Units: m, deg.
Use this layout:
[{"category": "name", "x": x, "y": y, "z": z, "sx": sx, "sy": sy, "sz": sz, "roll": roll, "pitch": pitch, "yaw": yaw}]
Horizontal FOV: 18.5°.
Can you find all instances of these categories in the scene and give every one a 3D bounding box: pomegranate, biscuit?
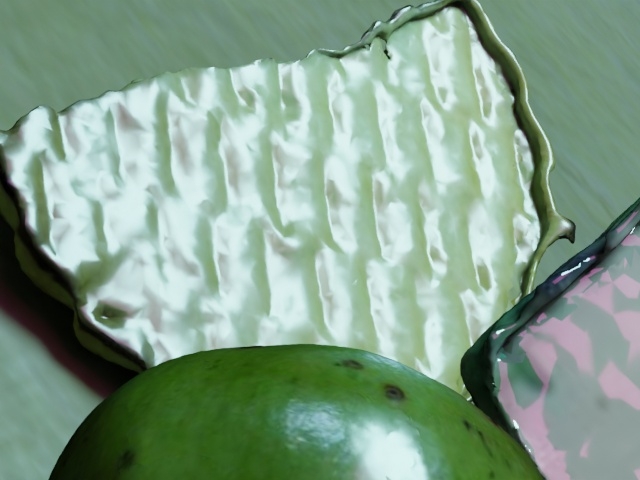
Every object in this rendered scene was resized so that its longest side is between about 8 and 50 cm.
[{"category": "pomegranate", "x": -0.014, "y": 0.145, "z": 0.629, "sx": 0.187, "sy": 0.187, "sz": 0.225, "roll": 22, "pitch": 67, "yaw": -27}, {"category": "biscuit", "x": 0.000, "y": 0.000, "z": 0.836, "sx": 0.274, "sy": 0.036, "sz": 0.187, "roll": -16, "pitch": 76, "yaw": -34}]

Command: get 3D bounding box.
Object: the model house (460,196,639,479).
[{"category": "model house", "x": 0.180, "y": 0.080, "z": 0.787, "sx": 0.237, "sy": 0.237, "sz": 0.202, "roll": -41, "pitch": 80, "yaw": -15}]
